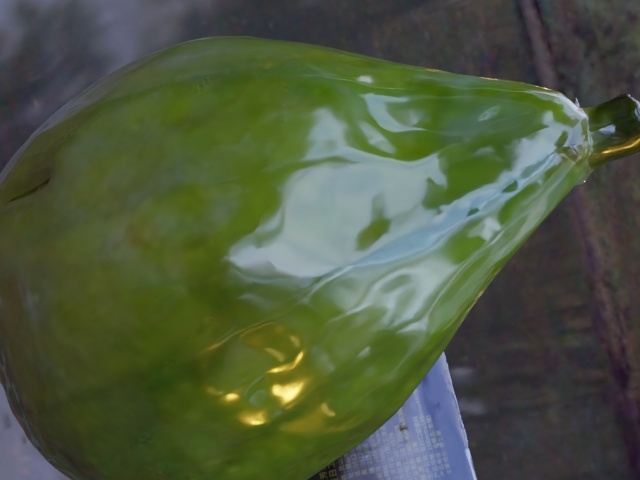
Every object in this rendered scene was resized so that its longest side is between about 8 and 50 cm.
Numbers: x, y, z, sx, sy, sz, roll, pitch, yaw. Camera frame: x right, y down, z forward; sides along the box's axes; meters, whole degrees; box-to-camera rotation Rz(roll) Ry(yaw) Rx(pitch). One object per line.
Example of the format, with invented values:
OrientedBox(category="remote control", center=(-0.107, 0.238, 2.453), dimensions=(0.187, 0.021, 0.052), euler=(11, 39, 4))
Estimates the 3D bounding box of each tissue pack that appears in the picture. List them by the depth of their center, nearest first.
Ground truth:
OrientedBox(category="tissue pack", center=(0.026, 0.142, 1.148), dimensions=(0.198, 0.210, 0.370), euler=(95, -16, -74))

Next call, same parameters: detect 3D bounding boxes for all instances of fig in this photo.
OrientedBox(category="fig", center=(-0.025, -0.011, 0.532), dimensions=(0.233, 0.314, 0.233), euler=(46, 6, -6))
